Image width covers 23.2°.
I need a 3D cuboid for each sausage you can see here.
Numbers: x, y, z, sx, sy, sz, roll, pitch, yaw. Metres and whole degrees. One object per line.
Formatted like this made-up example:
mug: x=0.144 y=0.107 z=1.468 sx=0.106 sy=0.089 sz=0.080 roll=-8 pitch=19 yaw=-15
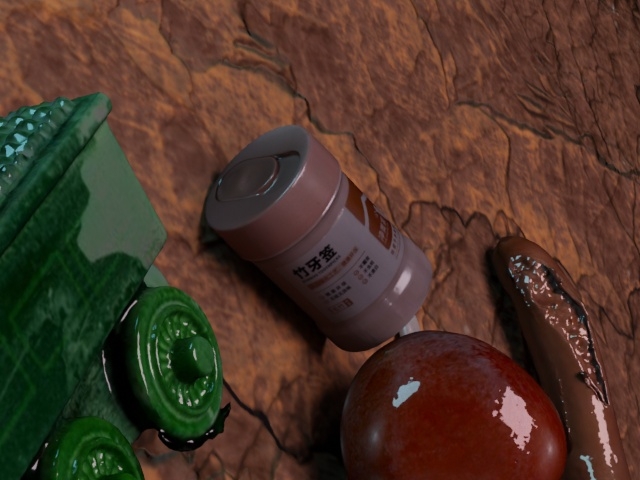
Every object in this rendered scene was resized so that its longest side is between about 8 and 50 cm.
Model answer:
sausage: x=0.222 y=0.132 z=1.391 sx=0.078 sy=0.078 sz=0.304 roll=13 pitch=58 yaw=-52

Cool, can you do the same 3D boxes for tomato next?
tomato: x=0.092 y=0.138 z=1.115 sx=0.167 sy=0.167 sz=0.167 roll=35 pitch=42 yaw=-39

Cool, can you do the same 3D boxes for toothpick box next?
toothpick box: x=0.000 y=0.000 z=1.131 sx=0.149 sy=0.098 sz=0.098 roll=45 pitch=36 yaw=-30

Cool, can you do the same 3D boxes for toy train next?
toy train: x=-0.159 y=0.068 z=0.784 sx=0.202 sy=0.145 sz=0.266 roll=62 pitch=29 yaw=-26

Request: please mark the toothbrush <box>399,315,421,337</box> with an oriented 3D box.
toothbrush: x=0.101 y=0.191 z=1.211 sx=0.025 sy=0.029 sz=0.307 roll=10 pitch=59 yaw=-44
